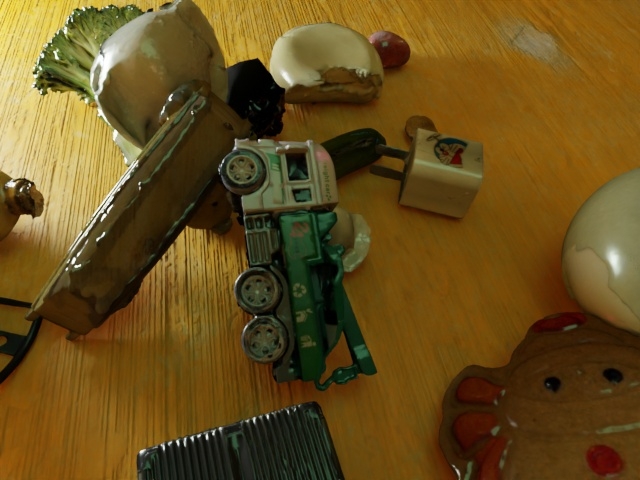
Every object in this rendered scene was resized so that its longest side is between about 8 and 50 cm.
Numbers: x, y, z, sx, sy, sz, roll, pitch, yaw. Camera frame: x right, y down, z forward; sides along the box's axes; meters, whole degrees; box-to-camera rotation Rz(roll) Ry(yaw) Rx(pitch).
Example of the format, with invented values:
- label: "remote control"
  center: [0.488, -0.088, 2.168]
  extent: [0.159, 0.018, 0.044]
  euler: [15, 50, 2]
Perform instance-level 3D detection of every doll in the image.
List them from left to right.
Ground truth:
- label: "doll"
  center: [-0.188, -0.118, 0.844]
  extent: [0.137, 0.097, 0.210]
  euler: [21, 81, -7]

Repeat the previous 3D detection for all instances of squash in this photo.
- label: "squash"
  center: [0.006, -0.146, 0.941]
  extent: [0.331, 0.087, 0.087]
  euler: [-33, 63, -27]

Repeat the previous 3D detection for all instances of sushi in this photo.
- label: "sushi"
  center: [-0.151, -0.273, 0.974]
  extent: [0.172, 0.150, 0.153]
  euler: [-38, 71, 13]

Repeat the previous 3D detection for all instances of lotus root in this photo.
- label: "lotus root"
  center: [-0.598, -0.050, 0.748]
  extent: [0.303, 0.131, 0.146]
  euler: [-5, 76, -11]

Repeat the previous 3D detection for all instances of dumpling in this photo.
- label: "dumpling"
  center: [-0.252, -0.274, 0.817]
  extent: [0.243, 0.227, 0.175]
  euler: [-41, 39, -1]
- label: "dumpling"
  center: [0.000, 0.000, 0.819]
  extent: [0.187, 0.108, 0.127]
  euler: [7, 76, -20]

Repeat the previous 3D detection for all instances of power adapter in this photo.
- label: "power adapter"
  center: [0.200, -0.139, 0.933]
  extent: [0.204, 0.125, 0.130]
  euler: [13, 53, 1]

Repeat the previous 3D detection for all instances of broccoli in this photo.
- label: "broccoli"
  center: [-0.368, -0.292, 0.939]
  extent: [0.361, 0.221, 0.252]
  euler: [41, 64, 9]

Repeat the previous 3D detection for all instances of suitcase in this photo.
- label: "suitcase"
  center: [-0.057, 0.363, 0.490]
  extent: [0.229, 0.152, 0.335]
  euler: [-10, 54, -17]

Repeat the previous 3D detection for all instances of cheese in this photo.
- label: "cheese"
  center: [0.013, -0.401, 1.110]
  extent: [0.265, 0.127, 0.233]
  euler: [-10, 55, -14]

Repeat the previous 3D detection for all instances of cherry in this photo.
- label: "cherry"
  center: [0.172, -0.498, 1.233]
  extent: [0.126, 0.087, 0.106]
  euler: [-21, 62, -19]

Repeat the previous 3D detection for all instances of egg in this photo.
- label: "egg"
  center: [0.532, 0.031, 0.750]
  extent: [0.278, 0.278, 0.336]
  euler: [41, 55, 22]

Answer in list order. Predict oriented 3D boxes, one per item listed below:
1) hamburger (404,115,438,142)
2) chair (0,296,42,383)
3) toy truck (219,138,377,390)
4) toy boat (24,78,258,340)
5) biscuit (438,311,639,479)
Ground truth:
- label: "hamburger"
  center: [0.228, -0.249, 1.076]
  extent: [0.076, 0.044, 0.083]
  euler: [-7, 56, -12]
- label: "chair"
  center: [-0.546, 0.097, 0.640]
  extent: [0.260, 0.141, 0.155]
  euler: [9, 52, 2]
- label: "toy truck"
  center: [-0.043, 0.035, 0.684]
  extent: [0.177, 0.176, 0.364]
  euler: [-10, 81, -11]
- label: "toy boat"
  center: [-0.273, -0.051, 0.721]
  extent: [0.136, 0.162, 0.446]
  euler: [40, 74, -28]
- label: "biscuit"
  center: [0.327, 0.237, 0.586]
  extent: [0.358, 0.074, 0.381]
  euler: [-12, 36, 19]
